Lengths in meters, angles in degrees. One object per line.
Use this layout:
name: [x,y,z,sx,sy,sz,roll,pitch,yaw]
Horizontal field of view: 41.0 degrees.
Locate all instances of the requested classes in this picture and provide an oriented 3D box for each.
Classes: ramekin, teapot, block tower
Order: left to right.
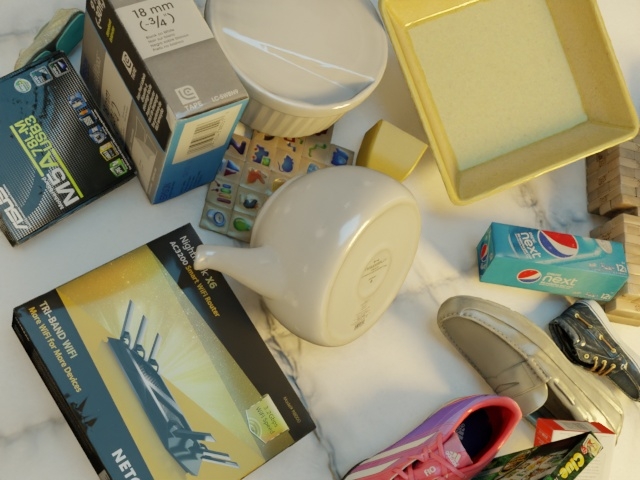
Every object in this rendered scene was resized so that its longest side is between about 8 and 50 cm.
ramekin: [-0.049,-0.272,1.238,0.273,0.127,0.272,9,62,-19]
teapot: [0.000,0.000,1.112,0.187,0.256,0.252,29,80,28]
block tower: [0.497,-0.036,1.386,0.097,0.091,0.335,11,66,-18]

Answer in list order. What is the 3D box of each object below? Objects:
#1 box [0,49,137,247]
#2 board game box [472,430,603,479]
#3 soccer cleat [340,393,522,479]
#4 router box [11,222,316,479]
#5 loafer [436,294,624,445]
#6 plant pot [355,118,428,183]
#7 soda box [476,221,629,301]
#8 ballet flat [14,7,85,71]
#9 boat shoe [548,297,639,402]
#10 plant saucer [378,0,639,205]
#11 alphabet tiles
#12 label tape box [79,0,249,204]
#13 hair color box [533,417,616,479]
box: [-0.359,-0.118,1.083,0.184,0.045,0.190,-35,102,-31]
board game box: [0.223,0.303,1.045,0.136,0.259,0.030,-37,85,-28]
soccer cleat: [0.128,0.298,1.092,0.318,0.116,0.108,-32,83,-29]
router box: [-0.189,0.166,1.041,0.243,0.081,0.308,-30,82,-28]
loafer: [0.291,0.197,1.200,0.319,0.112,0.111,36,53,-5]
plant pot: [0.095,-0.116,1.269,0.082,0.081,0.083,29,75,-9]
soda box: [0.346,0.033,1.284,0.210,0.071,0.067,9,52,-8]
ballet flat: [-0.376,-0.254,1.162,0.052,0.057,0.168,17,56,19]
boat shoe: [0.420,0.180,1.288,0.083,0.065,0.183,-27,74,-28]
plant saucer: [0.281,-0.258,1.311,0.333,0.081,0.332,-22,94,-10]
alphabet tiles: [-0.054,-0.094,1.240,0.198,0.009,0.237,18,64,-14]
label tape box: [-0.234,-0.246,1.098,0.106,0.240,0.333,-25,78,-25]
hair color box: [0.330,0.328,1.148,0.093,0.053,0.167,6,96,-10]
